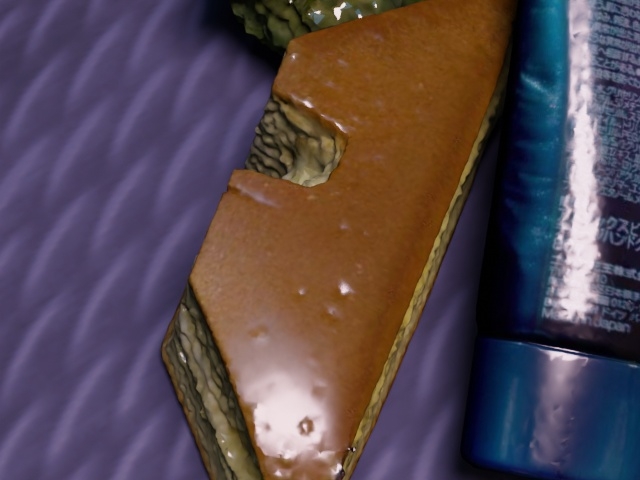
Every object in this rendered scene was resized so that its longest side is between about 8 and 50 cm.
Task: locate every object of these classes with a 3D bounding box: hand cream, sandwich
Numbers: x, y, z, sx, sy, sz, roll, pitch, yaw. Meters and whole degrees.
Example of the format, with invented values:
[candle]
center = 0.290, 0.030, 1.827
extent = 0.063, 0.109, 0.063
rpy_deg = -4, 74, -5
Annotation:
[hand cream]
center = 0.113, -0.047, 0.497
extent = 0.120, 0.061, 0.271
rpy_deg = 13, 86, -20
[sandwich]
center = 0.000, 0.000, 0.507
extent = 0.088, 0.090, 0.244
rpy_deg = 23, 63, 5

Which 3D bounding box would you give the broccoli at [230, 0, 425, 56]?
[broccoli]
center = 0.016, -0.198, 0.576
extent = 0.302, 0.186, 0.254
rpy_deg = -8, 103, -8
